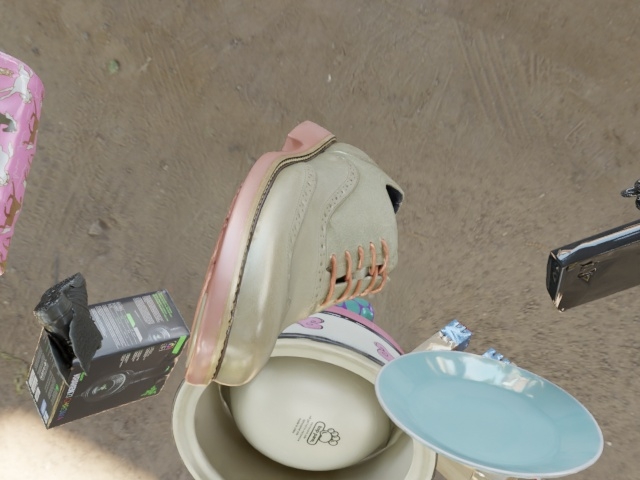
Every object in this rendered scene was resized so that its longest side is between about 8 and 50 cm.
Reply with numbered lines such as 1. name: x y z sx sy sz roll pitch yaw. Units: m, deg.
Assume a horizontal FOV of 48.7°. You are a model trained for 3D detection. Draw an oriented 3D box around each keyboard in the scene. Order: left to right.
1. keyboard: 0.353 -0.031 0.622 0.317 0.201 0.033 -20 60 1

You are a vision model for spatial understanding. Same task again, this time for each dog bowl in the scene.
1. dog bowl: -0.019 0.275 1.123 0.408 0.150 0.408 4 119 7

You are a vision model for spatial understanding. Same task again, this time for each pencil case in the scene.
1. pencil case: -0.581 -0.124 1.183 0.167 0.160 0.386 0 68 5
2. pencil case: 0.034 0.138 1.291 0.064 0.152 0.070 -32 68 32

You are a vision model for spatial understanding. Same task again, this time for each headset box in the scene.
1. headset box: -0.438 0.244 1.488 0.131 0.283 0.246 54 132 25

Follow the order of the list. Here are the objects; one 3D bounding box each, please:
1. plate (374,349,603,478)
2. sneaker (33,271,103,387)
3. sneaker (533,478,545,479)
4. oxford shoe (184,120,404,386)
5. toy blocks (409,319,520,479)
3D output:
1. plate: 0.136 0.145 0.590 0.188 0.188 0.024 13 108 7
2. sneaker: -0.295 0.100 0.844 0.051 0.170 0.089 -29 105 -2
3. sneaker: 0.419 0.503 1.339 0.067 0.118 0.042 -43 124 13
4. oxford shoe: 0.000 0.000 0.625 0.146 0.397 0.140 24 122 2
5. toy blocks: 0.289 0.316 1.350 0.261 0.190 0.381 -29 52 -33
